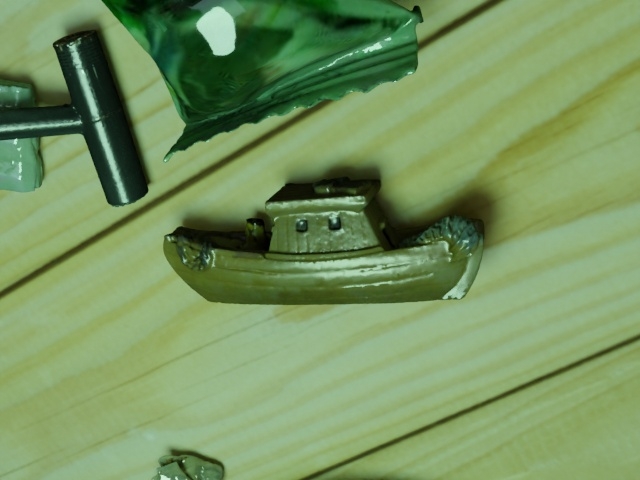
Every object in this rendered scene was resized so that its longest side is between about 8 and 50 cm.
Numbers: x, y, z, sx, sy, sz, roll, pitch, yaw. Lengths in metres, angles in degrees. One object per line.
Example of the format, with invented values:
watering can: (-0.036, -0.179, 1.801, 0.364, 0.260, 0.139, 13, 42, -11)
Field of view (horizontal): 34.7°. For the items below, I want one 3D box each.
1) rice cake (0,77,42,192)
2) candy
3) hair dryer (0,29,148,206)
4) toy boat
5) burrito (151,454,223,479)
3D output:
rice cake: (-0.402, -0.121, 1.060, 0.237, 0.043, 0.127, 10, 116, 9)
candy: (-0.119, -0.271, 0.834, 0.263, 0.172, 0.398, -24, 121, 23)
hair dryer: (-0.286, -0.097, 1.009, 0.194, 0.050, 0.173, -18, 110, -4)
toy boat: (0.000, 0.000, 0.997, 0.321, 0.089, 0.121, -1, 108, 15)
burrito: (-0.180, 0.373, 1.224, 0.082, 0.059, 0.275, 11, 117, -8)
